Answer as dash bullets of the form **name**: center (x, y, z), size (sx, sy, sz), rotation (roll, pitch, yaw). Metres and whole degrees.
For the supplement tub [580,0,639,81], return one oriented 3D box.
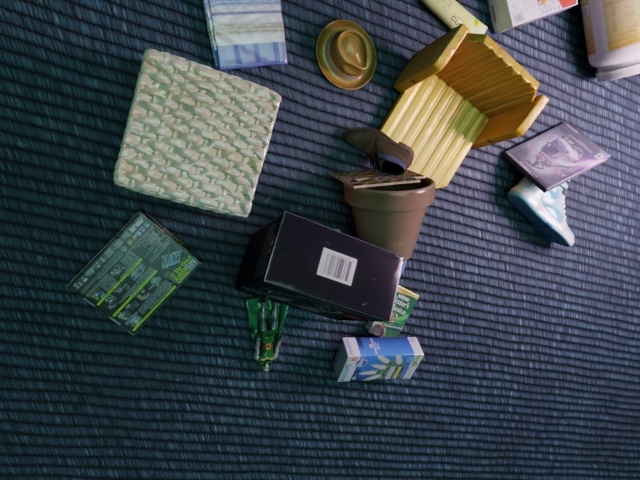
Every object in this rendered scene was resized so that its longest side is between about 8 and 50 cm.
- **supplement tub**: center (0.981, -0.698, 1.412), size (0.228, 0.228, 0.316), rotation (-21, 105, -13)

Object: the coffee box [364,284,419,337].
- **coffee box**: center (0.234, 0.235, 1.444), size (0.113, 0.040, 0.184), rotation (29, 90, -20)

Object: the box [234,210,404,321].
- **box**: center (-0.015, 0.090, 1.179), size (0.343, 0.312, 0.179), rotation (20, 74, -19)

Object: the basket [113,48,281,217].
- **basket**: center (-0.302, -0.252, 1.076), size (0.331, 0.266, 0.328), rotation (15, 96, -17)

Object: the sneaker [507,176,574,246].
- **sneaker**: center (0.816, -0.135, 1.516), size (0.319, 0.127, 0.208), rotation (39, 88, -20)

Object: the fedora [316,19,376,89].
- **fedora**: center (0.085, -0.530, 1.243), size (0.194, 0.079, 0.194), rotation (-3, 101, -17)

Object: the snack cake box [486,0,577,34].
- **snack cake box**: center (0.659, -0.768, 1.374), size (0.264, 0.089, 0.152), rotation (-23, 104, -13)

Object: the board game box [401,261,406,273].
- **board game box**: center (0.189, 0.057, 1.403), size (0.168, 0.033, 0.133), rotation (42, 84, -9)

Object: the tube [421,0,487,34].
- **tube**: center (0.409, -0.680, 1.331), size (0.240, 0.062, 0.070), rotation (28, 131, -24)

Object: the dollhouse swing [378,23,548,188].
- **dollhouse swing**: center (0.385, -0.346, 1.274), size (0.346, 0.315, 0.305), rotation (31, 79, -20)

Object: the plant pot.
- **plant pot**: center (0.194, -0.064, 1.280), size (0.263, 0.263, 0.229), rotation (-7, 112, -16)

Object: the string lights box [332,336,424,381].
- **string lights box**: center (0.182, 0.380, 1.410), size (0.259, 0.077, 0.133), rotation (3, 128, -18)

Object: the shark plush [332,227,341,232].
- **shark plush**: center (0.000, 0.000, 1.326), size (0.161, 0.073, 0.067), rotation (10, 127, -23)

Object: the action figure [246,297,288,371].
- **action figure**: center (-0.159, 0.288, 1.324), size (0.137, 0.063, 0.232), rotation (0, 103, -20)

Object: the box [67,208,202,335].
- **box**: center (-0.492, 0.085, 1.183), size (0.216, 0.060, 0.270), rotation (44, 86, -20)

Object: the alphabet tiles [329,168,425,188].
- **alphabet tiles**: center (0.169, -0.184, 1.267), size (0.237, 0.198, 0.009), rotation (-7, 111, -16)

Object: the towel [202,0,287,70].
- **towel**: center (-0.205, -0.606, 1.165), size (0.209, 0.034, 0.285), rotation (-13, 105, -17)

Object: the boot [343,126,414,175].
- **boot**: center (0.164, -0.259, 1.272), size (0.219, 0.106, 0.082), rotation (20, 131, 3)

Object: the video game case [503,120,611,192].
- **video game case**: center (0.785, -0.283, 1.462), size (0.274, 0.196, 0.026), rotation (-26, 148, -12)
